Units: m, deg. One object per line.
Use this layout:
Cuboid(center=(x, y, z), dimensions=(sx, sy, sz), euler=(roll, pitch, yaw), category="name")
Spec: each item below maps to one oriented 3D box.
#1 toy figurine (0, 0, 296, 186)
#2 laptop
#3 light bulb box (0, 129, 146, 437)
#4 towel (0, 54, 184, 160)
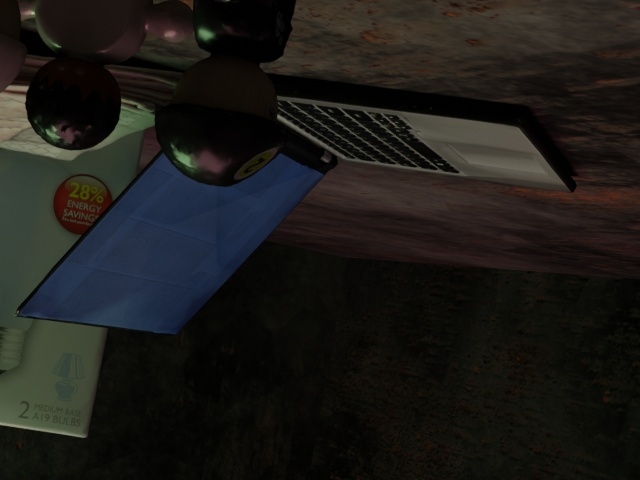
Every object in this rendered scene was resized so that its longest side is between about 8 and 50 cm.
Cuboid(center=(-0.127, -0.112, 0.682), dimensions=(0.213, 0.148, 0.209), euler=(12, 176, -41), category="toy figurine")
Cuboid(center=(0.000, 0.000, 1.412), dimensions=(0.408, 0.236, 0.382), euler=(9, 177, 16), category="laptop")
Cuboid(center=(-0.415, 0.007, 1.667), dimensions=(0.358, 0.361, 0.225), euler=(12, 175, -24), category="light bulb box")
Cuboid(center=(-0.324, -0.123, 1.377), dimensions=(0.317, 0.053, 0.332), euler=(4, 174, -28), category="towel")
